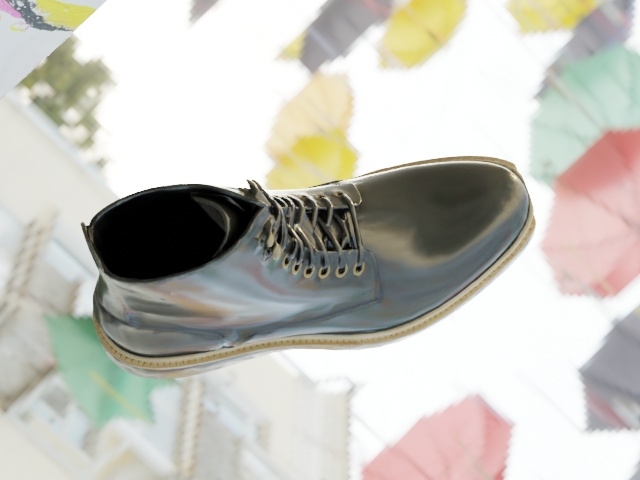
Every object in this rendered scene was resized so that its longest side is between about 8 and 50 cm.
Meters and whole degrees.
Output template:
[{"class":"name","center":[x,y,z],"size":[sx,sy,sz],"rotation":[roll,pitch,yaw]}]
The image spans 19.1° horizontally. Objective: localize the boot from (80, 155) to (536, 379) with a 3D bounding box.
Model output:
[{"class":"boot","center":[0.000,0.000,0.780],"size":[0.198,0.077,0.137],"rotation":[-21,164,-7]}]

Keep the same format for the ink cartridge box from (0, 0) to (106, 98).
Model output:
[{"class":"ink cartridge box","center":[-0.105,-0.127,0.658],"size":[0.198,0.067,0.115],"rotation":[-39,-140,18]}]
